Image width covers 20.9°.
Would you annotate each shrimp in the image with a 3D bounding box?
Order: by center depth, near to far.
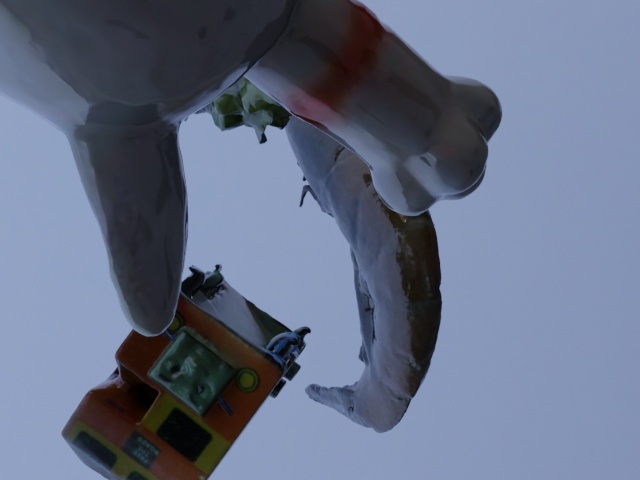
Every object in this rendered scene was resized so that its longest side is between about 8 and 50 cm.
[{"bbox_3d":[0.000,0.000,1.042,0.051,0.262,0.198,-7,-43,-25],"label":"shrimp"}]

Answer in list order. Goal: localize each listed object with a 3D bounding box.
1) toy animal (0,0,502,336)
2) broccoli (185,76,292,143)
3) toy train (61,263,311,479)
[{"bbox_3d":[-0.075,-0.094,0.449,0.140,0.138,0.282,-44,-50,-11],"label":"toy animal"},{"bbox_3d":[-0.075,-0.263,0.715,0.275,0.353,0.397,-58,4,-14],"label":"broccoli"},{"bbox_3d":[-0.057,0.067,0.821,0.099,0.072,0.188,-57,-2,2],"label":"toy train"}]
